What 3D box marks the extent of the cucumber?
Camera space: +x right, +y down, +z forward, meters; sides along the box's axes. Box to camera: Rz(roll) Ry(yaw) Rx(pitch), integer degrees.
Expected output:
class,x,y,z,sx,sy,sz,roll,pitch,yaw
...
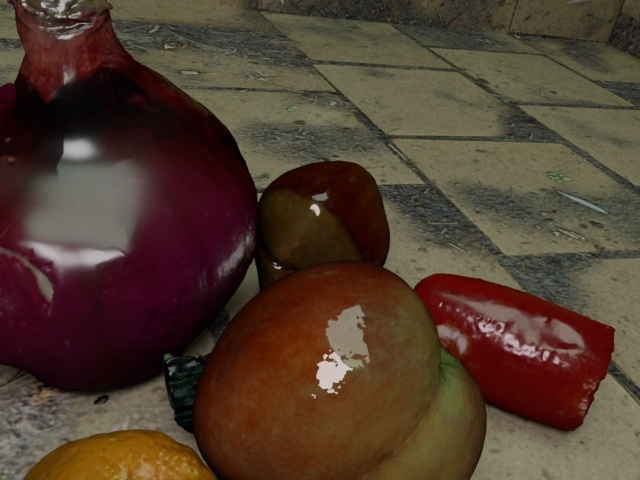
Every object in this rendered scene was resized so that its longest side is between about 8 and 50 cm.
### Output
class,x,y,z,sx,sy,sz,roll,pitch,yaw
cucumber,-0.088,0.151,0.755,0.193,0.115,0.086,-6,77,-36

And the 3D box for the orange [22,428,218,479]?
class,x,y,z,sx,sy,sz,roll,pitch,yaw
orange,-0.147,0.228,0.525,0.177,0.155,0.178,12,39,-10

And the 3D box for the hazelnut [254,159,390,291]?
class,x,y,z,sx,sy,sz,roll,pitch,yaw
hazelnut,-0.003,-0.001,0.911,0.181,0.212,0.181,9,28,-21

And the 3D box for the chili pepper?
class,x,y,z,sx,sy,sz,roll,pitch,yaw
chili pepper,0.167,0.105,0.872,0.338,0.135,0.131,24,45,18

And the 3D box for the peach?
class,x,y,z,sx,sy,sz,roll,pitch,yaw
peach,0.013,0.146,0.631,0.252,0.253,0.252,9,30,-5

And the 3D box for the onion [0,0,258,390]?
class,x,y,z,sx,sy,sz,roll,pitch,yaw
onion,-0.238,-0.085,0.769,0.398,0.420,0.398,13,33,-9
